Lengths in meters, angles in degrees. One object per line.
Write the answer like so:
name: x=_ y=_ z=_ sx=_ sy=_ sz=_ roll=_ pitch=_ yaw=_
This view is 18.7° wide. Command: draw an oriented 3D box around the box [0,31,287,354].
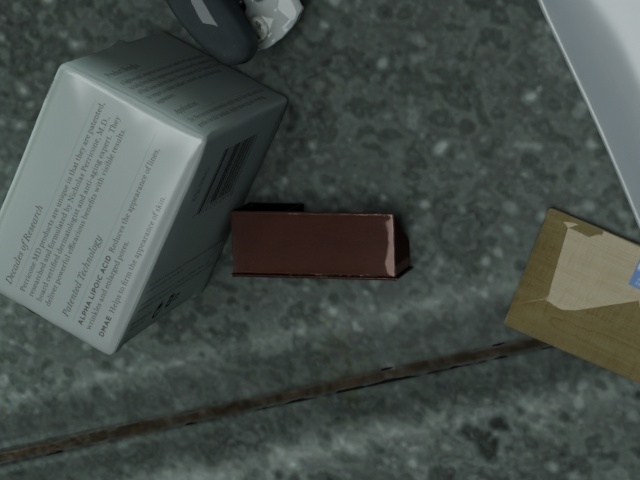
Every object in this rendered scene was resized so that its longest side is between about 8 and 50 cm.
box: x=-0.134 y=-0.039 z=1.415 sx=0.119 sy=0.181 sz=0.182 roll=29 pitch=110 yaw=10

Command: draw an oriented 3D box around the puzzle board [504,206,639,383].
puzzle board: x=0.209 y=0.043 z=1.417 sx=0.128 sy=0.011 sz=0.096 roll=23 pitch=107 yaw=11

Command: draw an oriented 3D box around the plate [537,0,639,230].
plate: x=0.319 y=-0.121 z=1.326 sx=0.277 sy=0.045 sz=0.278 roll=-23 pitch=95 yaw=22

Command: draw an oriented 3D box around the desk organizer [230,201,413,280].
desk organizer: x=0.000 y=0.000 z=1.454 sx=0.130 sy=0.047 sz=0.050 roll=1 pitch=101 yaw=17

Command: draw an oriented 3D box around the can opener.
can opener: x=-0.104 y=-0.261 z=1.399 sx=0.076 sy=0.095 sz=0.283 roll=-24 pitch=94 yaw=21
